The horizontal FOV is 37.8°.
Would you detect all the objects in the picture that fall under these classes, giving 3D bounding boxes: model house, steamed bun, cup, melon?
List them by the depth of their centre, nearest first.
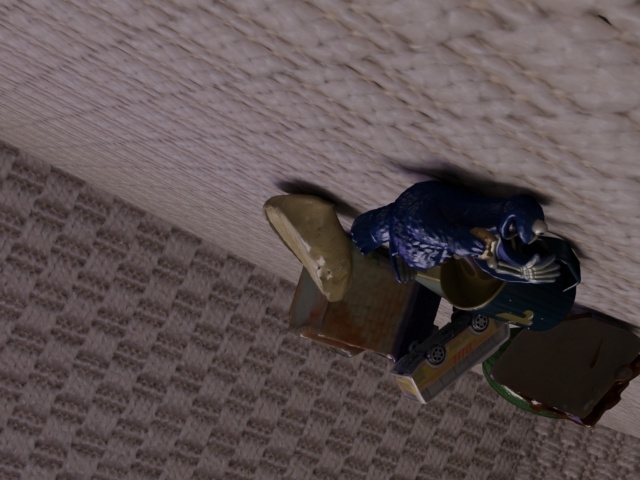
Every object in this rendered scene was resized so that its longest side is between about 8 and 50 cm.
[{"bbox_3d":[0.277,0.048,1.276,0.155,0.131,0.176,24,149,-36],"label":"cup"},{"bbox_3d":[-0.006,-0.016,1.666,0.231,0.110,0.212,52,169,9],"label":"steamed bun"},{"bbox_3d":[0.443,0.225,1.679,0.219,0.199,0.229,34,178,17],"label":"model house"},{"bbox_3d":[0.110,0.141,2.025,0.280,0.245,0.312,18,176,-16],"label":"model house"},{"bbox_3d":[0.492,0.293,2.043,0.287,0.182,0.182,22,173,-5],"label":"melon"}]

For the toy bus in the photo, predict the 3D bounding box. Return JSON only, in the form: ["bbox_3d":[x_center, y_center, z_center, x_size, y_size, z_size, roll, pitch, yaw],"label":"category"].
[{"bbox_3d":[0.270,0.221,1.899,0.092,0.268,0.106,2,123,62],"label":"toy bus"}]

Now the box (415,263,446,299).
[{"bbox_3d":[0.310,0.101,1.778,0.270,0.045,0.211,16,170,46],"label":"box"}]

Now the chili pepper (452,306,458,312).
[{"bbox_3d":[0.320,0.161,2.064,0.050,0.073,0.182,-1,161,12],"label":"chili pepper"}]

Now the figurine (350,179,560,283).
[{"bbox_3d":[0.168,-0.020,1.152,0.262,0.121,0.164,-1,158,36],"label":"figurine"}]
